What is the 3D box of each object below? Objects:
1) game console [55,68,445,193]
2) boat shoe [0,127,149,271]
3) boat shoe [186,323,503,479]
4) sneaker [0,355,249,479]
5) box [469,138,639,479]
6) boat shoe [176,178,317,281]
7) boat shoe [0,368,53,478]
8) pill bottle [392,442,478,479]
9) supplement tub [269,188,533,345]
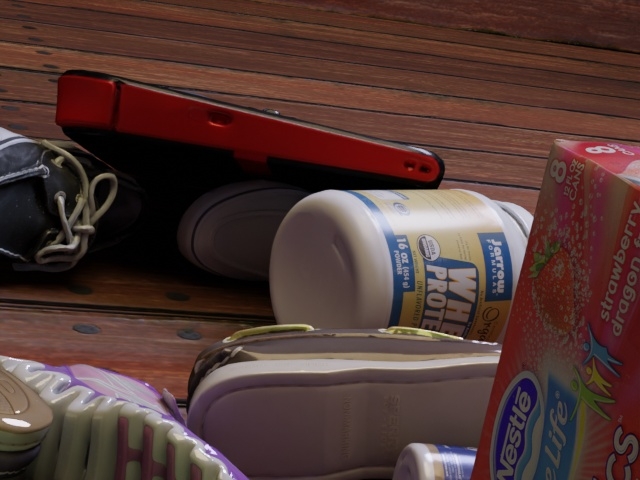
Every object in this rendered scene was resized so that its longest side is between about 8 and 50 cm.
[{"bbox_3d":[-0.058,-0.083,1.399,0.342,0.060,0.386,9,-3,2],"label":"game console"},{"bbox_3d":[-0.231,-0.025,1.242,0.105,0.113,0.306,21,4,12],"label":"boat shoe"},{"bbox_3d":[0.072,0.113,0.990,0.324,0.117,0.097,3,21,-6],"label":"boat shoe"},{"bbox_3d":[-0.108,0.128,0.873,0.236,0.095,0.104,22,13,34],"label":"sneaker"},{"bbox_3d":[0.173,0.115,0.724,0.142,0.300,0.154,3,20,-25],"label":"box"},{"bbox_3d":[0.000,0.000,1.325,0.258,0.095,0.084,-1,17,-31],"label":"boat shoe"},{"bbox_3d":[-0.287,0.096,0.850,0.285,0.092,0.103,14,5,16],"label":"boat shoe"},{"bbox_3d":[0.109,0.164,0.921,0.120,0.067,0.067,7,18,-14],"label":"pill bottle"},{"bbox_3d":[0.075,0.030,1.193,0.199,0.144,0.144,-2,22,-35],"label":"supplement tub"}]
